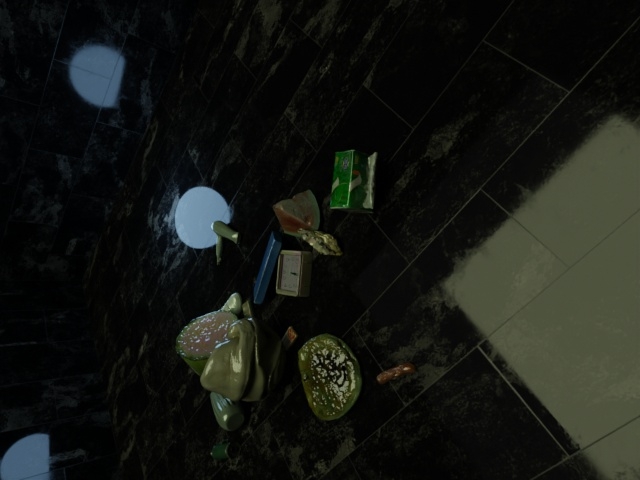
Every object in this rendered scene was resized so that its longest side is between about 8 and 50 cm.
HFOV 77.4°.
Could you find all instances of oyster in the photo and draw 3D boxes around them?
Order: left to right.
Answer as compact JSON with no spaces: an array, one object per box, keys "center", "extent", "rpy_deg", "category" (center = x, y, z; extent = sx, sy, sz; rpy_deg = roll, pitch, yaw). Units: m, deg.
[{"center":[-0.007,-0.006,1.607],"extent":[0.072,0.133,0.209],"rpy_deg":[-47,33,-16],"category":"oyster"}]

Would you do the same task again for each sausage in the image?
[{"center":[0.253,0.445,1.342],"extent":[0.158,0.042,0.036],"rpy_deg":[-34,25,34],"category":"sausage"}]

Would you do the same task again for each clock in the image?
[{"center":[-0.112,0.138,1.704],"extent":[0.147,0.071,0.191],"rpy_deg":[3,87,44],"category":"clock"}]

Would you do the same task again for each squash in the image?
[{"center":[-0.473,0.540,1.863],"extent":[0.310,0.310,0.308],"rpy_deg":[18,132,44],"category":"squash"}]

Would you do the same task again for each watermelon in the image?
[{"center":[-0.110,-0.113,1.687],"extent":[0.207,0.202,0.136],"rpy_deg":[-30,27,36],"category":"watermelon"}]

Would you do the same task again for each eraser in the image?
[{"center":[-0.240,0.122,1.799],"extent":[0.144,0.043,0.311],"rpy_deg":[-120,47,-69],"category":"eraser"}]

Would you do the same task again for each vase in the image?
[{"center":[-0.458,0.801,1.925],"extent":[0.248,0.128,0.128],"rpy_deg":[22,100,53],"category":"vase"}]

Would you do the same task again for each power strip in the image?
[{"center":[-0.343,0.353,1.926],"extent":[0.056,0.032,0.123],"rpy_deg":[-35,62,34],"category":"power strip"}]

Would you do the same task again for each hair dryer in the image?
[{"center":[-0.510,0.031,2.119],"extent":[0.206,0.075,0.237],"rpy_deg":[29,113,35],"category":"hair dryer"}]

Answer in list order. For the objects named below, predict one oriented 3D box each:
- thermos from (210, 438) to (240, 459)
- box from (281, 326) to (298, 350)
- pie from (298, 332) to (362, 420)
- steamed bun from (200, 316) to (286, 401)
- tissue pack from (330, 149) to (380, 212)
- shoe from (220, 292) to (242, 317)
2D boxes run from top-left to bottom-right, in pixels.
[{"center":[-0.472,1.017,1.940],"extent":[0.188,0.073,0.083],"rpy_deg":[-31,66,38],"category":"thermos"},{"center":[-0.135,0.425,1.730],"extent":[0.058,0.015,0.093],"rpy_deg":[49,119,38],"category":"box"},{"center":[0.030,0.516,1.524],"extent":[0.323,0.071,0.323],"rpy_deg":[-7,80,42],"category":"pie"},{"center":[-0.278,0.515,1.660],"extent":[0.255,0.367,0.342],"rpy_deg":[21,70,19],"category":"steamed bun"},{"center":[0.145,-0.209,1.446],"extent":[0.156,0.148,0.208],"rpy_deg":[5,88,46],"category":"tissue pack"},{"center":[-0.478,0.385,2.001],"extent":[0.095,0.110,0.264],"rpy_deg":[34,111,42],"category":"shoe"}]
